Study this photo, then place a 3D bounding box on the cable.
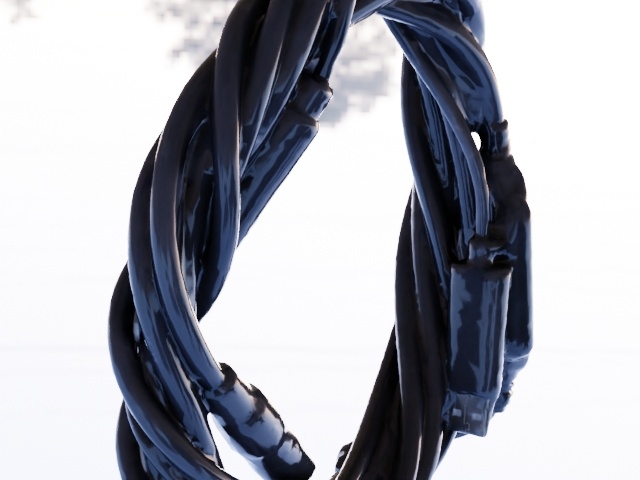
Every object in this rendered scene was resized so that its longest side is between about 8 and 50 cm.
[{"bbox_3d":[0.000,0.000,0.502,0.047,0.184,0.150,19,-149,41],"label":"cable"}]
